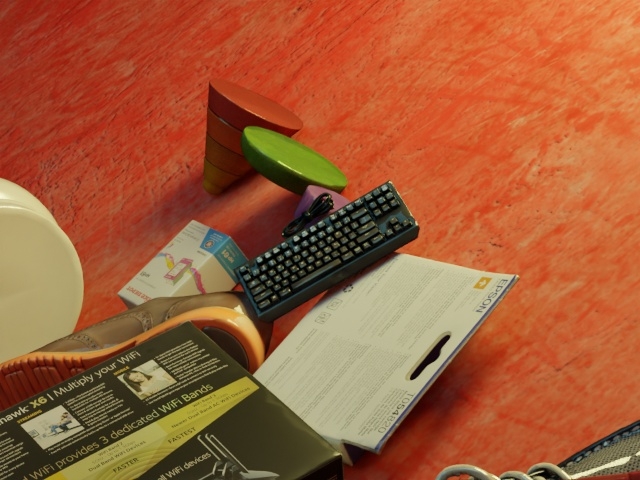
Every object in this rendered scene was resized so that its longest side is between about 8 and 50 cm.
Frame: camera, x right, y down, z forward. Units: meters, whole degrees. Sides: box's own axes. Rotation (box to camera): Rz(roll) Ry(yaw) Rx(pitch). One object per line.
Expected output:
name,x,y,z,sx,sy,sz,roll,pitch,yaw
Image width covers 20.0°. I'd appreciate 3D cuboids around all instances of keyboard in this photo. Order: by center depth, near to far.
keyboard,0.000,0.000,1.784,0.180,0.023,0.108,-29,47,0

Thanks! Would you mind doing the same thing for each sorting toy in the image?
sorting toy,-0.061,-0.054,1.996,0.126,0.127,0.365,-61,30,16

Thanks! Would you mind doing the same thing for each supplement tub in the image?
supplement tub,-0.436,0.029,2.086,0.241,0.241,0.331,-46,32,-16

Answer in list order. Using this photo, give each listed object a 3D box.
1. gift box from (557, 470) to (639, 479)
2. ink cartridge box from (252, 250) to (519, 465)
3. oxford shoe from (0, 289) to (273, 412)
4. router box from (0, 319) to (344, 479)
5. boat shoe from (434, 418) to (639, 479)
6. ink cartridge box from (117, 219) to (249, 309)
gift box,0.245,0.300,1.043,0.276,0.258,0.255,-4,38,13
ink cartridge box,0.056,0.107,1.680,0.223,0.045,0.224,-48,32,-21
oxford shoe,-0.207,0.138,1.855,0.364,0.130,0.133,-15,19,20
router box,-0.171,0.216,1.568,0.309,0.081,0.243,-25,42,-26
boat shoe,0.153,0.212,1.334,0.340,0.158,0.127,-42,31,-9
ink cartridge box,-0.147,0.044,1.962,0.122,0.052,0.088,-46,33,-14
